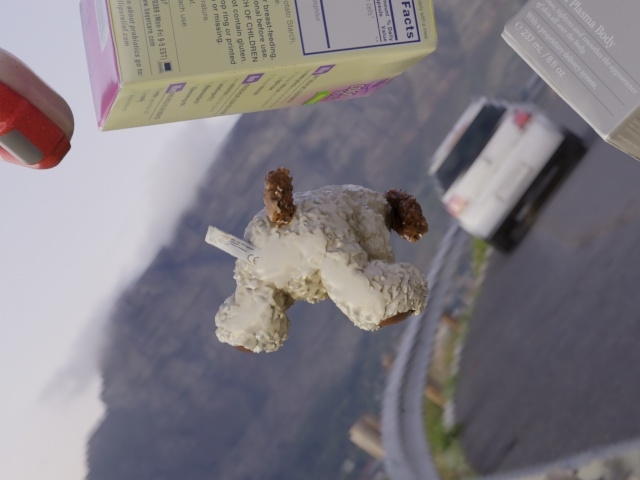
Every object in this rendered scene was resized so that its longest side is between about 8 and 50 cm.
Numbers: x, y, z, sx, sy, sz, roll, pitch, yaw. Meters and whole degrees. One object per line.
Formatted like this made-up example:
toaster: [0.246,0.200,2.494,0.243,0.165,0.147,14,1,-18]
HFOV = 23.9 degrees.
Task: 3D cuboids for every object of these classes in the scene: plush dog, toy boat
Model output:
plush dog: [0.000,0.000,1.778,0.262,0.210,0.225,-14,9,20]
toy boat: [-0.339,-0.093,1.319,0.151,0.231,0.151,45,-116,-53]

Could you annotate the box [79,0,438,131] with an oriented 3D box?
box: [-0.058,-0.173,1.197,0.243,0.117,0.213,-8,-3,-12]

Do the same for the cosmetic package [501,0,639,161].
cosmetic package: [0.261,-0.180,1.044,0.238,0.127,0.107,-49,-31,17]
